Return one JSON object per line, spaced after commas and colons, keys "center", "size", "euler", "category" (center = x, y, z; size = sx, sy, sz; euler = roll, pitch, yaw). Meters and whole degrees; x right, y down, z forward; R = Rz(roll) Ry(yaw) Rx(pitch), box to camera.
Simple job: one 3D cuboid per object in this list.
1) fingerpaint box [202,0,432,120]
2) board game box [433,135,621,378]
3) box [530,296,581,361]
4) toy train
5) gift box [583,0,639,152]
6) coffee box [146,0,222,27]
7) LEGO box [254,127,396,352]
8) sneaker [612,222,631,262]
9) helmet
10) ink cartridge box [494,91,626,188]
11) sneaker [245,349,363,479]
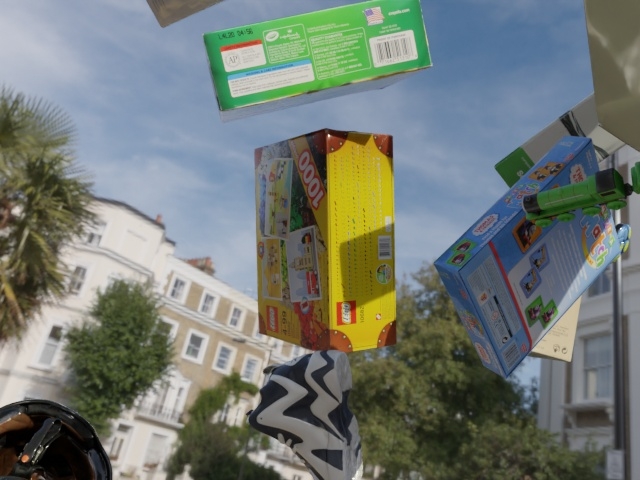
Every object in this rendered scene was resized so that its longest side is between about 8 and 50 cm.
{"center": [-0.029, -0.401, 1.314], "size": [0.445, 0.163, 0.371], "euler": [-14, 10, -6], "category": "fingerpaint box"}
{"center": [0.227, 0.017, 0.610], "size": [0.039, 0.211, 0.160], "euler": [25, -29, 55], "category": "board game box"}
{"center": [0.425, 0.069, 1.141], "size": [0.121, 0.311, 0.148], "euler": [17, -9, -14], "category": "box"}
{"center": [0.139, -0.024, 0.286], "size": [0.083, 0.017, 0.024], "euler": [-17, -29, 42], "category": "toy train"}
{"center": [0.229, -0.139, 0.202], "size": [0.276, 0.255, 0.258], "euler": [47, -1, 40], "category": "gift box"}
{"center": [-0.216, -0.712, 1.248], "size": [0.338, 0.334, 0.337], "euler": [-7, -60, 36], "category": "coffee box"}
{"center": [0.000, 0.000, 1.445], "size": [0.193, 0.499, 0.372], "euler": [-2, 1, -32], "category": "LEGO box"}
{"center": [0.576, 0.031, 1.230], "size": [0.067, 0.078, 0.188], "euler": [4, -46, -37], "category": "sneaker"}
{"center": [-0.358, 0.299, 0.735], "size": [0.170, 0.169, 0.161], "euler": [6, -52, 14], "category": "helmet"}
{"center": [0.377, -0.145, 0.860], "size": [0.208, 0.087, 0.153], "euler": [-38, -7, 26], "category": "ink cartridge box"}
{"center": [-0.030, 0.276, 0.814], "size": [0.153, 0.234, 0.094], "euler": [-7, 2, 19], "category": "sneaker"}
